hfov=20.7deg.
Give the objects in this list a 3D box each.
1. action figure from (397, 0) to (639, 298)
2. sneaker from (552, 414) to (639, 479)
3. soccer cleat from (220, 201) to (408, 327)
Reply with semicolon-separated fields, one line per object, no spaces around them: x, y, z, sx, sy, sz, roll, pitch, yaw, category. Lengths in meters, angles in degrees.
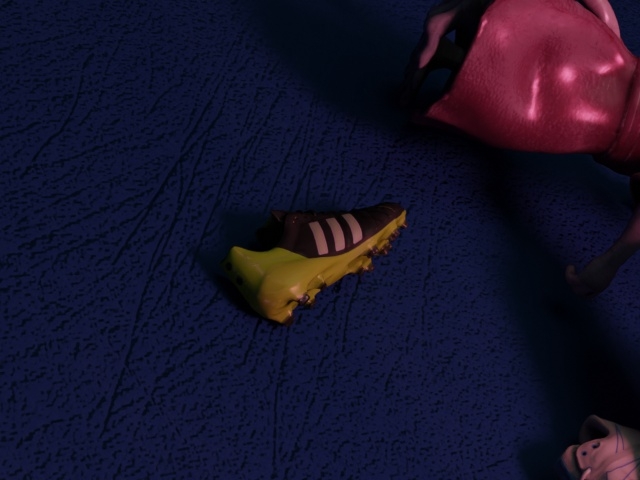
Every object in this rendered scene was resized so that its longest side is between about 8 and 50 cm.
0.256;-0.113;1.437;0.370;0.275;0.248;19;25;0;action figure
0.197;0.187;1.226;0.083;0.071;0.190;29;27;-1;sneaker
0.000;0.000;1.261;0.072;0.060;0.179;45;39;12;soccer cleat
